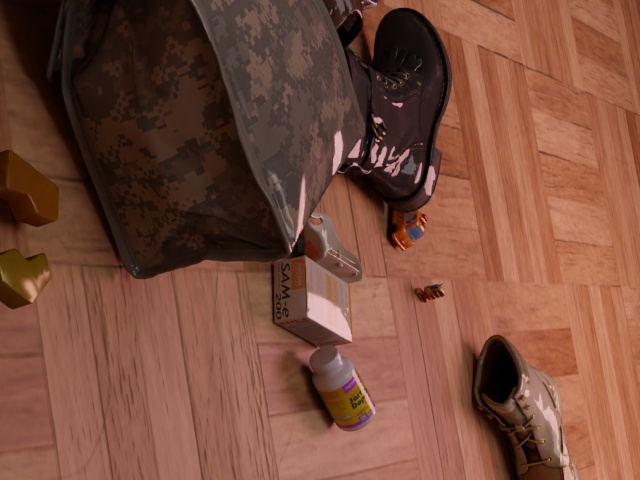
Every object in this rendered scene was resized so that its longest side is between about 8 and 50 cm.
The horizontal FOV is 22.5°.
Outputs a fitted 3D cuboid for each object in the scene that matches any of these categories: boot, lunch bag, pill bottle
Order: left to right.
[{"bbox_3d":[-0.097,-0.150,1.283,0.235,0.169,0.287,-60,137,-56],"label":"lunch bag"},{"bbox_3d":[0.019,0.141,1.547,0.083,0.043,0.043,62,29,-31],"label":"pill bottle"},{"bbox_3d":[0.057,-0.166,1.719,0.229,0.091,0.263,33,51,-58],"label":"boot"},{"bbox_3d":[0.249,0.235,1.963,0.165,0.077,0.213,44,36,-52],"label":"boot"}]

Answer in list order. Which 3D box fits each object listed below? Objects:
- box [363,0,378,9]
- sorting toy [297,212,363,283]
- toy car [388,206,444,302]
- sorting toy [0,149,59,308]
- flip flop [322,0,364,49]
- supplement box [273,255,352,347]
[{"bbox_3d":[-0.051,-0.369,1.596,0.307,0.076,0.242,9,71,-64],"label":"box"},{"bbox_3d":[0.000,0.000,1.580,0.083,0.045,0.075,32,43,-57],"label":"sorting toy"},{"bbox_3d":[0.116,0.008,1.823,0.122,0.040,0.060,61,29,-32],"label":"toy car"},{"bbox_3d":[-0.272,-0.034,1.013,0.307,0.041,0.229,44,37,-52],"label":"sorting toy"},{"bbox_3d":[-0.001,-0.198,1.517,0.112,0.080,0.277,-23,125,-54],"label":"flip flop"},{"bbox_3d":[-0.007,0.060,1.536,0.098,0.036,0.062,35,48,-57],"label":"supplement box"}]
